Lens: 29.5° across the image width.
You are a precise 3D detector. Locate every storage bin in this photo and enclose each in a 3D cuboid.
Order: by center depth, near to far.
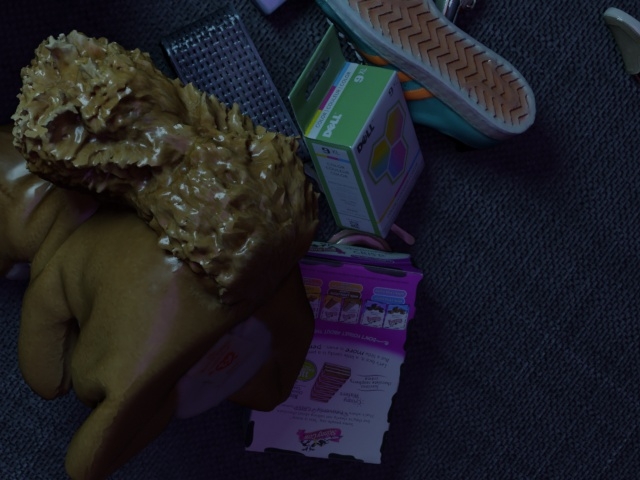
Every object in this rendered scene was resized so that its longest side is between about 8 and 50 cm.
[{"bbox_3d":[-0.092,-0.146,1.273,0.084,0.122,0.180,-28,99,-4],"label":"storage bin"}]

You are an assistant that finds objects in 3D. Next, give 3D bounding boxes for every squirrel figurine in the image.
[{"bbox_3d":[-0.195,-0.031,1.168,0.281,0.370,0.397,-21,145,-41],"label":"squirrel figurine"}]

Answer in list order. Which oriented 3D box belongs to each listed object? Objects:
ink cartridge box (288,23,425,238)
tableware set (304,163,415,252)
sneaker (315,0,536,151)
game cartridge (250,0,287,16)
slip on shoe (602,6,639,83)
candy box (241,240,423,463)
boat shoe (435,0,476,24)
[{"bbox_3d":[0.042,-0.110,1.257,0.109,0.062,0.209,-60,149,-28],"label":"ink cartridge box"},{"bbox_3d":[0.000,0.000,1.356,0.194,0.039,0.128,35,91,-13],"label":"tableware set"},{"bbox_3d":[0.083,-0.196,1.293,0.302,0.121,0.108,40,57,-12],"label":"sneaker"},{"bbox_3d":[0.005,-0.437,1.284,0.355,0.068,0.230,-41,107,-2],"label":"game cartridge"},{"bbox_3d":[0.363,-0.206,1.381,0.041,0.051,0.135,-46,110,-3],"label":"slip on shoe"},{"bbox_3d":[0.009,0.122,1.340,0.159,0.071,0.233,8,107,-10],"label":"candy box"},{"bbox_3d":[0.156,-0.279,1.338,0.043,0.049,0.137,15,91,-13],"label":"boat shoe"}]
